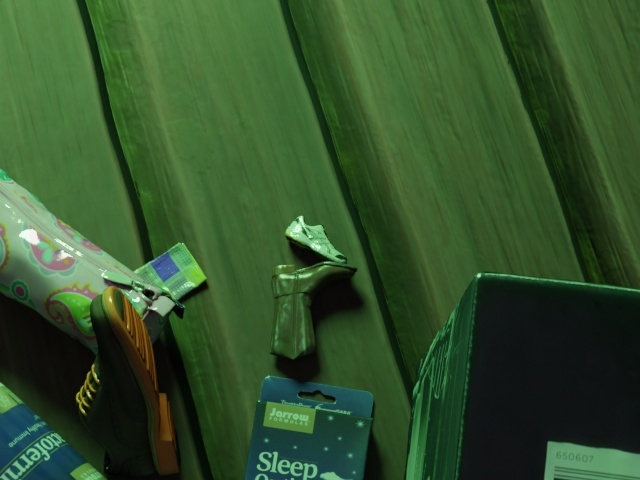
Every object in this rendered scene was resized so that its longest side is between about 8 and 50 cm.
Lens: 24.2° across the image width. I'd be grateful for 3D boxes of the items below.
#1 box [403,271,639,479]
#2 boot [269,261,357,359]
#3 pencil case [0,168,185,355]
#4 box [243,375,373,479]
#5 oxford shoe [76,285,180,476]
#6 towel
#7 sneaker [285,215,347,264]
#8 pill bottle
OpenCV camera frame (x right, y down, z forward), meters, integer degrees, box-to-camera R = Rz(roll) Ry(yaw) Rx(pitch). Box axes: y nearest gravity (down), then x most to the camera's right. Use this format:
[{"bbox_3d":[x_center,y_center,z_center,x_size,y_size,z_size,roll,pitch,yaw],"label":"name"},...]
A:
[{"bbox_3d":[0.234,0.325,1.471,0.297,0.472,0.480,7,75,1],"label":"box"},{"bbox_3d":[-0.008,0.085,1.750,0.106,0.037,0.114,-5,71,10],"label":"boot"},{"bbox_3d":[-0.299,0.034,1.706,0.284,0.124,0.124,35,76,9],"label":"pencil case"},{"bbox_3d":[-0.018,0.266,1.692,0.136,0.036,0.225,9,68,0],"label":"box"},{"bbox_3d":[-0.221,0.165,1.613,0.098,0.271,0.097,-11,38,-2],"label":"oxford shoe"},{"bbox_3d":[-0.183,0.046,1.766,0.083,0.009,0.060,-32,78,-10],"label":"towel"},{"bbox_3d":[0.000,0.000,1.776,0.083,0.032,0.037,31,76,5],"label":"sneaker"},{"bbox_3d":[-0.313,0.290,1.621,0.264,0.153,0.153,41,77,7],"label":"pill bottle"}]
